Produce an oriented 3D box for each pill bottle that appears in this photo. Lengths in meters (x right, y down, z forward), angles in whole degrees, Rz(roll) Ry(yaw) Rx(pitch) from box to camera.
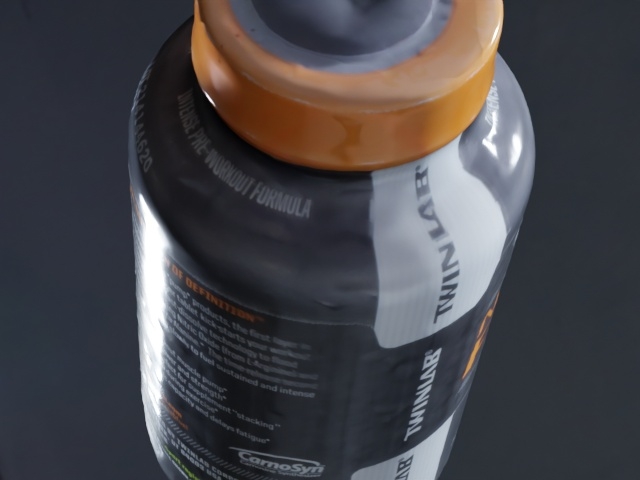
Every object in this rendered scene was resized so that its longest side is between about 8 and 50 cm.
[{"bbox_3d":[0.000,0.000,0.493,0.130,0.130,0.245,-21,-30,-18],"label":"pill bottle"}]
